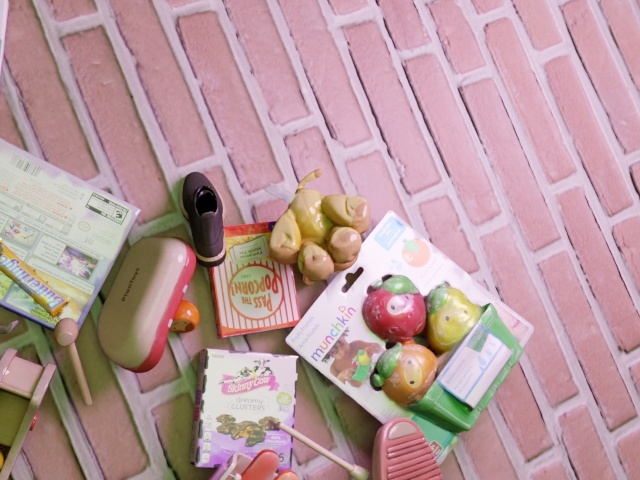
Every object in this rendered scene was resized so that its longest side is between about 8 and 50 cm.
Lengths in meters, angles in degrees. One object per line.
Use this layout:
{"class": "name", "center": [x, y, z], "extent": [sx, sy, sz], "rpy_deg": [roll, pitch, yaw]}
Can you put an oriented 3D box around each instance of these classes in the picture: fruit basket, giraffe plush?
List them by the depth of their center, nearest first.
{"class": "giraffe plush", "center": [0.000, 0.000, 1.515], "extent": [0.181, 0.170, 0.210], "rpy_deg": [-38, 55, -7]}
{"class": "fruit basket", "center": [0.171, 0.167, 1.547], "extent": [0.353, 0.165, 0.327], "rpy_deg": [42, 71, -5]}

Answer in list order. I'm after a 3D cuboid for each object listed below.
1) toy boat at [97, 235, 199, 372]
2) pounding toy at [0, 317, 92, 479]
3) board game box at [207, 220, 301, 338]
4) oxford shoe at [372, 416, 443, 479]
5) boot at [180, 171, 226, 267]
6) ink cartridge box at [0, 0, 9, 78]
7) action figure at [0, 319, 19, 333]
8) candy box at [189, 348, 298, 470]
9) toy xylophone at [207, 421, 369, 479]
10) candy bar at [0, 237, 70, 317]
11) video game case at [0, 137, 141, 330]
{"class": "toy boat", "center": [-0.266, 0.114, 1.448], "extent": [0.151, 0.151, 0.231], "rpy_deg": [35, 69, -39]}
{"class": "pounding toy", "center": [-0.434, 0.256, 1.318], "extent": [0.155, 0.154, 0.269], "rpy_deg": [24, 92, -12]}
{"class": "board game box", "center": [-0.123, 0.068, 1.535], "extent": [0.147, 0.045, 0.193], "rpy_deg": [-8, 82, -18]}
{"class": "oxford shoe", "center": [0.127, 0.500, 1.470], "extent": [0.141, 0.147, 0.396], "rpy_deg": [-2, 84, -34]}
{"class": "boot", "center": [-0.195, -0.073, 1.457], "extent": [0.077, 0.137, 0.197], "rpy_deg": [-13, 54, -13]}
{"class": "ink cartridge box", "center": [-0.647, -0.332, 1.441], "extent": [0.225, 0.056, 0.180], "rpy_deg": [5, 78, -18]}
{"class": "action figure", "center": [-0.676, 0.137, 1.269], "extent": [0.330, 0.178, 0.341], "rpy_deg": [38, 60, -8]}
{"class": "candy box", "center": [-0.130, 0.289, 1.477], "extent": [0.165, 0.070, 0.196], "rpy_deg": [7, 79, -16]}
{"class": "toy xylophone", "center": [-0.054, 0.440, 1.418], "extent": [0.323, 0.081, 0.236], "rpy_deg": [29, 95, -19]}
{"class": "candy bar", "center": [-0.468, 0.060, 1.377], "extent": [0.161, 0.018, 0.040], "rpy_deg": [43, 72, -5]}
{"class": "video game case", "center": [-0.474, -0.002, 1.427], "extent": [0.270, 0.061, 0.244], "rpy_deg": [28, 73, -11]}
